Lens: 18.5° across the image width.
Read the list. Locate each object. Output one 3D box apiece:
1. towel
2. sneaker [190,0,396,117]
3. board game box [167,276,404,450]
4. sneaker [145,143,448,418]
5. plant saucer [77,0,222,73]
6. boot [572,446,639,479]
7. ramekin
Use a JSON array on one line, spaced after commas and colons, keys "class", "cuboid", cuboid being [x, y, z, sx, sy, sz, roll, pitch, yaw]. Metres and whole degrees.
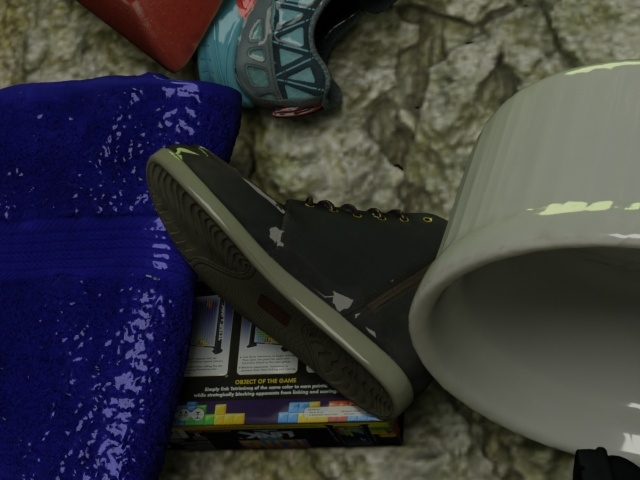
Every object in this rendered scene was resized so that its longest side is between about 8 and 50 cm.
[{"class": "towel", "cuboid": [-0.180, 0.034, 1.304, 0.228, 0.076, 0.308, -5, 64, 34]}, {"class": "sneaker", "cuboid": [0.010, -0.207, 1.383, 0.125, 0.104, 0.261, 19, 88, 16]}, {"class": "board game box", "cuboid": [-0.028, 0.064, 1.294, 0.170, 0.048, 0.141, -2, 63, 16]}, {"class": "sneaker", "cuboid": [0.000, 0.000, 1.234, 0.222, 0.083, 0.118, 43, 64, 4]}, {"class": "plant saucer", "cuboid": [-0.121, -0.285, 1.392, 0.258, 0.048, 0.259, 39, 103, 41]}, {"class": "boot", "cuboid": [0.256, 0.210, 1.072, 0.207, 0.094, 0.246, -7, 46, -5]}, {"class": "ramekin", "cuboid": [0.199, 0.017, 1.129, 0.277, 0.277, 0.135, 5, 60, 18]}]
